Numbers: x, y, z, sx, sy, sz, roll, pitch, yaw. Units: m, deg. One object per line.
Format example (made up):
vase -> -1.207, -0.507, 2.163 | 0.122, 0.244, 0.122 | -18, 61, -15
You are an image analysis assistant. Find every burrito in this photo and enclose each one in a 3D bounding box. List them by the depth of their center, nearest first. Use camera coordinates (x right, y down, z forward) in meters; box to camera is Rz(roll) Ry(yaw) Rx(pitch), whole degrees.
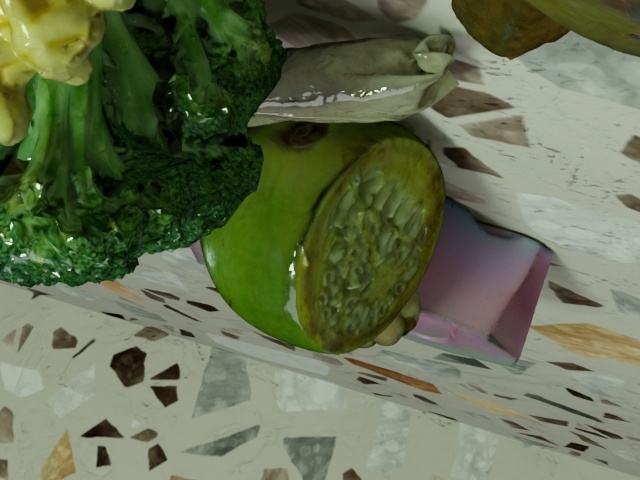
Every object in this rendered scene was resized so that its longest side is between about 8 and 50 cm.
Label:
burrito -> -0.037, -0.105, 0.939 | 0.275, 0.059, 0.082 | 0, -179, 21

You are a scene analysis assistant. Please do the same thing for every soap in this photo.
soap -> 0.048, 0.014, 1.299 | 0.323, 0.109, 0.193 | 17, 167, 6

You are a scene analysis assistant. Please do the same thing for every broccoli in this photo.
broccoli -> -0.169, -0.112, 0.793 | 0.307, 0.308, 0.275 | 14, 133, 19

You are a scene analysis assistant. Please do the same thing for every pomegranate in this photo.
pomegranate -> 0.002, -0.014, 1.110 | 0.159, 0.190, 0.240 | 23, -174, 39

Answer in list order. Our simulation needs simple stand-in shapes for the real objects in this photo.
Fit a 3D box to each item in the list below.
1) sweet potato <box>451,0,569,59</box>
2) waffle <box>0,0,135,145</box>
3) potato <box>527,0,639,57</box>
sweet potato -> 0.102, -0.153, 0.673 | 0.081, 0.062, 0.233 | 18, 164, 11
waffle -> -0.182, -0.179, 0.614 | 0.250, 0.261, 0.056 | 24, -158, 5
potato -> 0.163, -0.138, 0.400 | 0.210, 0.173, 0.307 | 32, 165, -20
